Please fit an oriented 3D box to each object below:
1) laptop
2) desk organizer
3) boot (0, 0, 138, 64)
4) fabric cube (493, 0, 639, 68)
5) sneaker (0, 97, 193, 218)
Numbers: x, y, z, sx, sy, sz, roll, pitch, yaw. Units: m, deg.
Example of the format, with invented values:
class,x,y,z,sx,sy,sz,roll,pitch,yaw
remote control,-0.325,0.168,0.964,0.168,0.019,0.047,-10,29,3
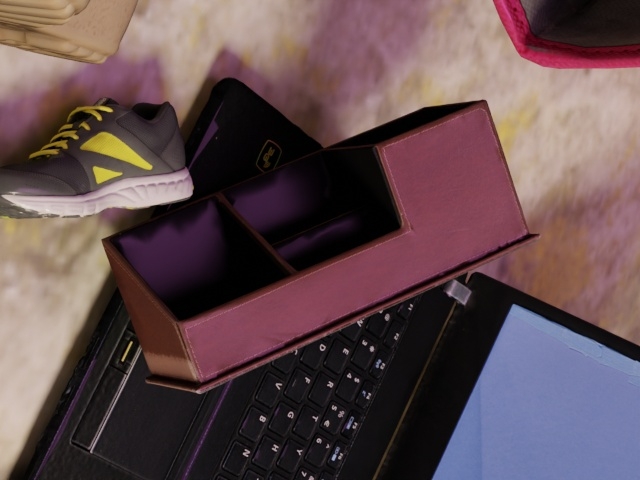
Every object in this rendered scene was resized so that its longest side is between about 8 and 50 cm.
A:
class,x,y,z,sx,sy,sz,roll,pitch,yaw
laptop,0.033,0.112,0.682,0.264,0.136,0.234,37,75,-49
desk organizer,0.000,0.000,0.629,0.130,0.047,0.050,-23,100,-23
boot,-0.070,-0.154,0.453,0.248,0.090,0.207,-2,102,-85
fabric cube,0.180,-0.228,0.574,0.258,0.254,0.259,-42,118,-46
sneaker,-0.074,-0.026,0.598,0.083,0.031,0.035,-10,98,-51
